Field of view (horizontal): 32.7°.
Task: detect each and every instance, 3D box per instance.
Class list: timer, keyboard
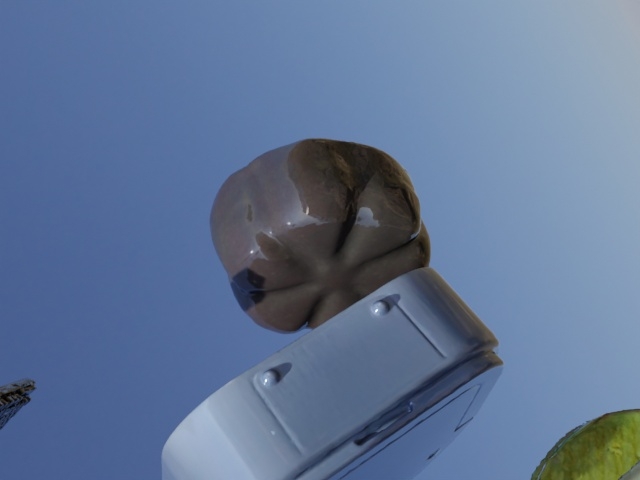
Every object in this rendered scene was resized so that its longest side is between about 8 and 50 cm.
[{"bbox_3d":[0.000,0.212,1.210,0.173,0.395,0.395,49,-163,20],"label":"timer"},{"bbox_3d":[-0.329,0.171,1.004,0.023,0.072,0.231,42,-174,6],"label":"keyboard"}]

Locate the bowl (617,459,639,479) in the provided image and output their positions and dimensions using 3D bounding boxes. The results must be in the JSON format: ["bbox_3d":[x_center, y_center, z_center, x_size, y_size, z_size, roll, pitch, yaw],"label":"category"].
[{"bbox_3d":[0.297,0.252,0.625,0.157,0.337,0.337,53,-158,-20],"label":"bowl"}]

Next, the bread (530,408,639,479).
[{"bbox_3d":[0.304,0.295,0.966,0.301,0.045,0.301,9,-118,-18],"label":"bread"}]

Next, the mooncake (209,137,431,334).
[{"bbox_3d":[0.000,0.000,1.207,0.245,0.245,0.133,39,-157,-41],"label":"mooncake"}]
